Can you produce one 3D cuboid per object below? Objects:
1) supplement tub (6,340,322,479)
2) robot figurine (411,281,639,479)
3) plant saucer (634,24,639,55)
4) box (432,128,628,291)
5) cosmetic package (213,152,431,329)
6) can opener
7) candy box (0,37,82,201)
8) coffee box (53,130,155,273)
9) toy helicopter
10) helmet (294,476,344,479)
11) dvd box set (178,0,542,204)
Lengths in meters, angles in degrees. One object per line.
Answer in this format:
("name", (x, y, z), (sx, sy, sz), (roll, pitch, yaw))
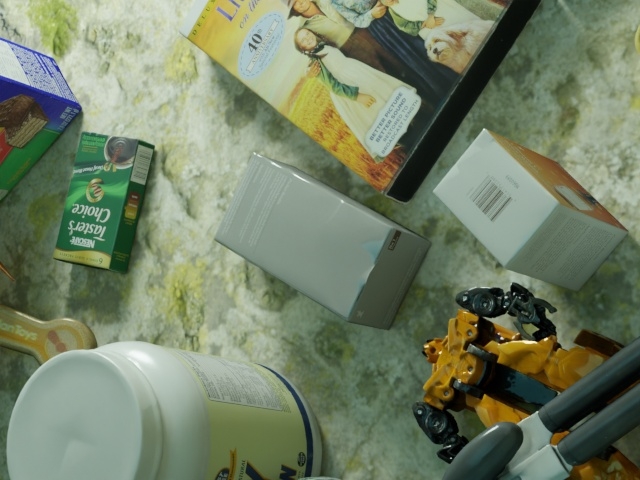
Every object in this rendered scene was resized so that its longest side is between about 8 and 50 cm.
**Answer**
("supplement tub", (-0.175, 0.242, 1.732), (0.235, 0.325, 0.235), (-8, 76, 33))
("robot figurine", (0.235, 0.170, 1.613), (0.291, 0.085, 0.211), (24, 94, 35))
("plant saucer", (0.532, -0.181, 1.487), (0.333, 0.081, 0.333), (-40, 61, 21))
("box", (0.226, -0.030, 1.608), (0.091, 0.170, 0.130), (-52, 57, 16))
("cosmetic package", (0.000, 0.000, 1.804), (0.238, 0.107, 0.127), (32, 98, 32))
("can opener", (0.243, 0.185, 1.493), (0.283, 0.095, 0.076), (-40, 62, 22))
("candy box", (-0.534, -0.165, 2.072), (0.268, 0.317, 0.122), (-46, 58, 18))
("coffee box", (-0.296, -0.052, 2.054), (0.113, 0.040, 0.184), (11, 86, 36))
("toy helicopter", (-0.466, 0.088, 2.061), (0.355, 0.140, 0.235), (18, 78, 10))
("helmet", (0.003, 0.343, 1.680), (0.169, 0.169, 0.161), (-4, 99, 34))
("dvd box set", (0.038, -0.282, 1.860), (0.420, 0.062, 0.307), (41, 103, 33))
